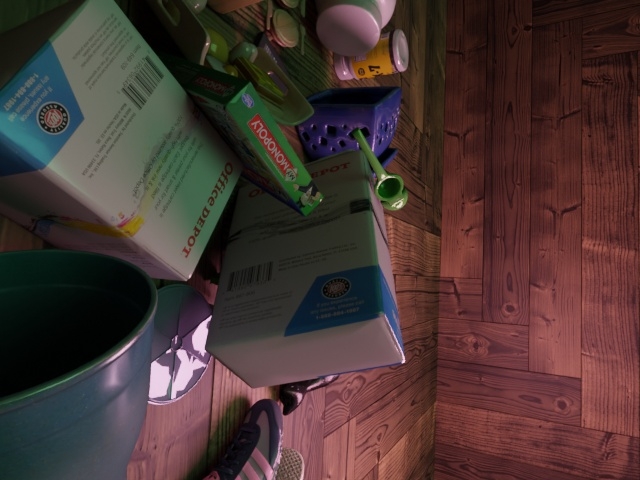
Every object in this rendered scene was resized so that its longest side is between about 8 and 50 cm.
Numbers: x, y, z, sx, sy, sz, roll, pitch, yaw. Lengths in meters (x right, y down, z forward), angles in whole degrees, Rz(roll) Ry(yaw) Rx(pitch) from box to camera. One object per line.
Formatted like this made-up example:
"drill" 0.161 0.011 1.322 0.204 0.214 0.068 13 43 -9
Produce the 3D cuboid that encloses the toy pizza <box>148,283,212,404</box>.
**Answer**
"toy pizza" -0.258 0.175 0.718 0.201 0.032 0.201 0 90 -63

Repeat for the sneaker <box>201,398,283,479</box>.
"sneaker" -0.166 0.458 0.818 0.131 0.112 0.319 42 45 -33

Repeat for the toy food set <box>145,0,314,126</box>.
"toy food set" -0.146 -0.334 0.728 0.219 0.092 0.306 54 21 20

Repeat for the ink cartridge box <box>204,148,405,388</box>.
"ink cartridge box" -0.019 0.039 0.782 0.395 0.286 0.166 -89 159 -43

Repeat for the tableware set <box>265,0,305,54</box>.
"tableware set" -0.092 -0.553 1.010 0.128 0.039 0.194 15 71 -49

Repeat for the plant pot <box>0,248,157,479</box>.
"plant pot" -0.304 0.178 0.419 0.272 0.272 0.255 -31 132 -58

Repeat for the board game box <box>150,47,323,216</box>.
"board game box" -0.150 -0.172 0.636 0.046 0.317 0.213 -48 139 -11

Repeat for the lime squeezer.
"lime squeezer" 0.128 -0.118 0.805 0.310 0.059 0.110 22 54 -71

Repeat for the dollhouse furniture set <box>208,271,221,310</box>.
"dollhouse furniture set" -0.197 0.145 0.840 0.076 0.059 0.151 -36 141 -65

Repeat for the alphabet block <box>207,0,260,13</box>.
"alphabet block" -0.156 -0.551 0.724 0.193 0.197 0.192 12 81 -61

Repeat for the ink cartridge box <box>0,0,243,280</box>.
"ink cartridge box" -0.271 -0.102 0.514 0.270 0.197 0.198 54 45 -47

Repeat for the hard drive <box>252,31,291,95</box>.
"hard drive" -0.118 -0.399 0.978 0.135 0.022 0.094 49 48 -50

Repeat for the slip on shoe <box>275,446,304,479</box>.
"slip on shoe" -0.134 0.605 0.887 0.101 0.123 0.331 94 19 -44

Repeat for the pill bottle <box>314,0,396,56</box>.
"pill bottle" 0.109 -0.740 1.177 0.229 0.229 0.407 41 55 -55

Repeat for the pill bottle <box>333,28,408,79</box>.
"pill bottle" 0.154 -0.562 1.281 0.119 0.209 0.119 0 90 -61

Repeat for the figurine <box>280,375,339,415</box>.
"figurine" -0.043 0.304 1.069 0.209 0.092 0.214 -22 108 -55

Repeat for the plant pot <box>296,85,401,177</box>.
"plant pot" 0.086 -0.293 1.149 0.236 0.236 0.212 -48 138 -50
